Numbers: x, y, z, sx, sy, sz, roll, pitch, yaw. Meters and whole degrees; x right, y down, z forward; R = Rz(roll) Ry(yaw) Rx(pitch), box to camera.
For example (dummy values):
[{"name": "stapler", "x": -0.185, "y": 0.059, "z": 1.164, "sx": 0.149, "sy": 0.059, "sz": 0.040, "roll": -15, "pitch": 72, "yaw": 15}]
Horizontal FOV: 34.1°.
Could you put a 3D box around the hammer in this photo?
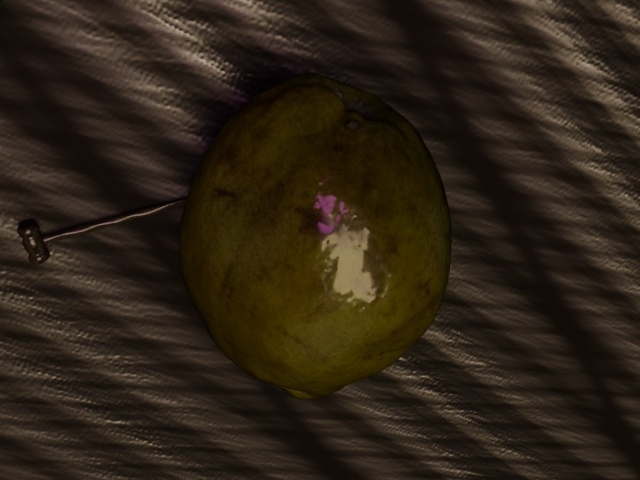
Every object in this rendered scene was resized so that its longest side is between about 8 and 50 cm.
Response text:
[{"name": "hammer", "x": -0.257, "y": -0.034, "z": 1.405, "sx": 0.292, "sy": 0.029, "sz": 0.058, "roll": -16, "pitch": 124, "yaw": -7}]

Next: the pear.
[{"name": "pear", "x": 0.000, "y": 0.000, "z": 1.310, "sx": 0.352, "sy": 0.352, "sz": 0.413, "roll": 5, "pitch": 122, "yaw": -17}]
